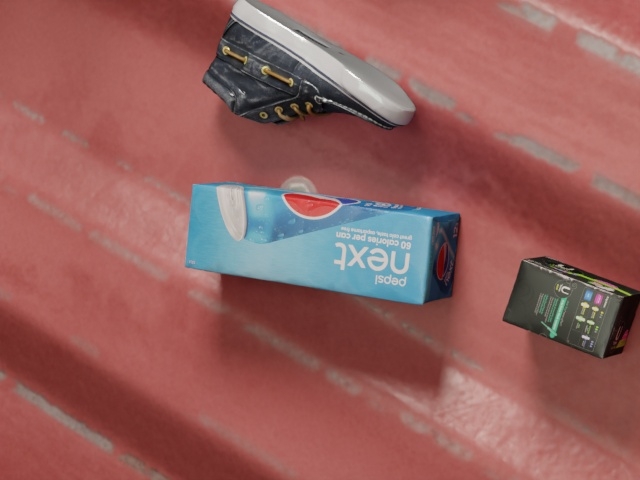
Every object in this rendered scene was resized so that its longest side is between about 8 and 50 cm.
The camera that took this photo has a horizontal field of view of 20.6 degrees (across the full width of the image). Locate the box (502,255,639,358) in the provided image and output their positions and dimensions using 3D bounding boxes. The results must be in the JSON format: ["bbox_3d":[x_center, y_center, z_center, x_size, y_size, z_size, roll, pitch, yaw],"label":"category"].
[{"bbox_3d":[0.190,0.050,1.323,0.083,0.062,0.052,20,100,21],"label":"box"}]

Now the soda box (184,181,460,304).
[{"bbox_3d":[0.000,0.000,1.403,0.210,0.067,0.071,8,96,23],"label":"soda box"}]

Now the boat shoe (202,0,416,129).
[{"bbox_3d":[-0.010,-0.118,1.407,0.183,0.065,0.083,35,107,25],"label":"boat shoe"}]
